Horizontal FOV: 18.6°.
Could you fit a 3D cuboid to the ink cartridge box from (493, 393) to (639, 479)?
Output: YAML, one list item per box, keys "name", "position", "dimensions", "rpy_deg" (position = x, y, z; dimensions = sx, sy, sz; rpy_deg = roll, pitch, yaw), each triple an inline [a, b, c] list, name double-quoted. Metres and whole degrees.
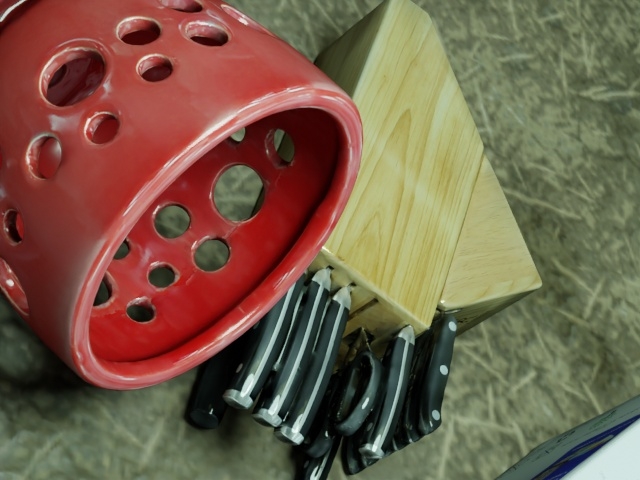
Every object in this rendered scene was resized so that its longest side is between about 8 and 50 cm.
- name: "ink cartridge box"
  position: [0.094, 0.175, 1.047]
  dimensions: [0.332, 0.165, 0.065]
  rpy_deg: [-26, 85, -44]

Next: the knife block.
- name: "knife block"
  position: [0.000, 0.000, 1.125]
  dimensions: [0.242, 0.088, 0.276]
  rpy_deg: [-9, 72, -42]

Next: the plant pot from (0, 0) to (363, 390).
- name: "plant pot"
  position: [-0.101, -0.050, 0.980]
  dimensions: [0.191, 0.191, 0.174]
  rpy_deg: [-22, 58, -44]
